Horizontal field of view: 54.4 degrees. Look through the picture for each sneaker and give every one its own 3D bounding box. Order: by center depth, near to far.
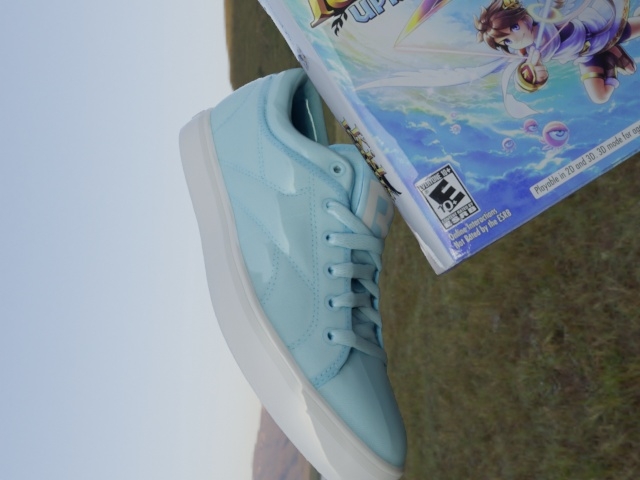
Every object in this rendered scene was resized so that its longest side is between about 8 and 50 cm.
[{"bbox_3d":[0.000,0.000,0.481,0.135,0.150,0.366,28,-148,-58],"label":"sneaker"}]

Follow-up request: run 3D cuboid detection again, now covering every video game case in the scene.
[{"bbox_3d":[0.127,-0.151,0.410,0.244,0.269,0.061,58,176,9],"label":"video game case"}]
